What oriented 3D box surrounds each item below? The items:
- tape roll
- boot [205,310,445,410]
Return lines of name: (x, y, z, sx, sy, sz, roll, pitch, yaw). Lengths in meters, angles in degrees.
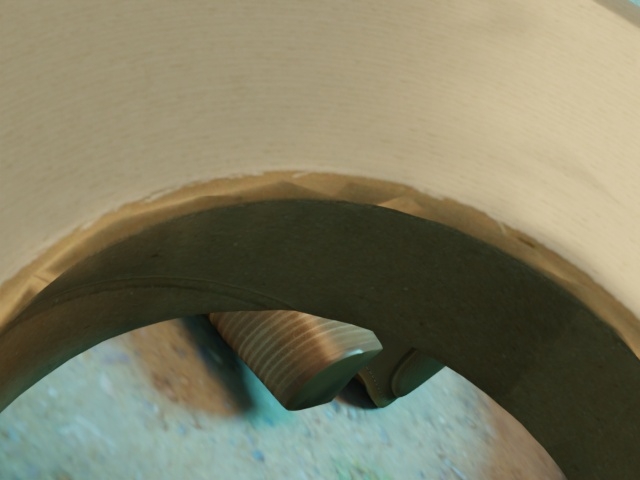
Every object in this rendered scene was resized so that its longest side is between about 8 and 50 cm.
tape roll: (0.002, 0.089, 0.391, 0.392, 0.072, 0.392, 7, 60, -13)
boot: (0.000, 0.000, 0.787, 0.152, 0.073, 0.197, 55, 21, 20)
